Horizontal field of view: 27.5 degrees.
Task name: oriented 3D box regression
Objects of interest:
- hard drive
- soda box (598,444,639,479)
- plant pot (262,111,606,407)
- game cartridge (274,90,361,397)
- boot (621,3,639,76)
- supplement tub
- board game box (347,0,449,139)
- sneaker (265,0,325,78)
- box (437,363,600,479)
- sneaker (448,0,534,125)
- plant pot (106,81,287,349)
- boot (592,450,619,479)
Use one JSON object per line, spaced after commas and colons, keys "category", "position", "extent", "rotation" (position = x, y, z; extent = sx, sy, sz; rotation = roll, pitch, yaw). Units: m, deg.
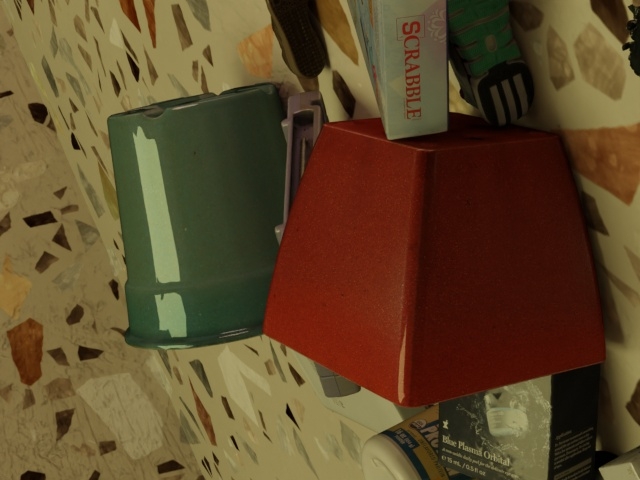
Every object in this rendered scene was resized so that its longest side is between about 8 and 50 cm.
{"category": "hard drive", "position": [0.041, 0.191, 2.002], "extent": [0.233, 0.047, 0.353], "rotation": [60, 162, -16]}
{"category": "soda box", "position": [0.372, 0.311, 1.328], "extent": [0.216, 0.069, 0.074], "rotation": [63, 160, 6]}
{"category": "plant pot", "position": [0.117, -0.002, 1.348], "extent": [0.267, 0.267, 0.235], "rotation": [21, 115, 53]}
{"category": "game cartridge", "position": [0.000, 0.000, 1.632], "extent": [0.355, 0.068, 0.230], "rotation": [-89, -10, -54]}
{"category": "boot", "position": [0.290, -0.161, 1.053], "extent": [0.121, 0.045, 0.099], "rotation": [-124, 24, -45]}
{"category": "supplement tub", "position": [0.166, 0.269, 1.605], "extent": [0.144, 0.200, 0.144], "rotation": [51, 155, 35]}
{"category": "board game box", "position": [0.062, -0.317, 1.260], "extent": [0.318, 0.066, 0.318], "rotation": [-102, 5, -49]}
{"category": "sneaker", "position": [-0.048, -0.302, 1.710], "extent": [0.071, 0.066, 0.188], "rotation": [34, 142, 57]}
{"category": "box", "position": [0.215, 0.184, 1.436], "extent": [0.156, 0.093, 0.158], "rotation": [13, 109, 43]}
{"category": "sneaker", "position": [0.142, -0.223, 1.305], "extent": [0.098, 0.083, 0.223], "rotation": [38, 146, 61]}
{"category": "plant pot", "position": [-0.158, -0.046, 1.929], "extent": [0.341, 0.341, 0.334], "rotation": [12, 115, 66]}
{"category": "boot", "position": [0.296, 0.288, 1.510], "extent": [0.198, 0.077, 0.137], "rotation": [13, 120, 51]}
